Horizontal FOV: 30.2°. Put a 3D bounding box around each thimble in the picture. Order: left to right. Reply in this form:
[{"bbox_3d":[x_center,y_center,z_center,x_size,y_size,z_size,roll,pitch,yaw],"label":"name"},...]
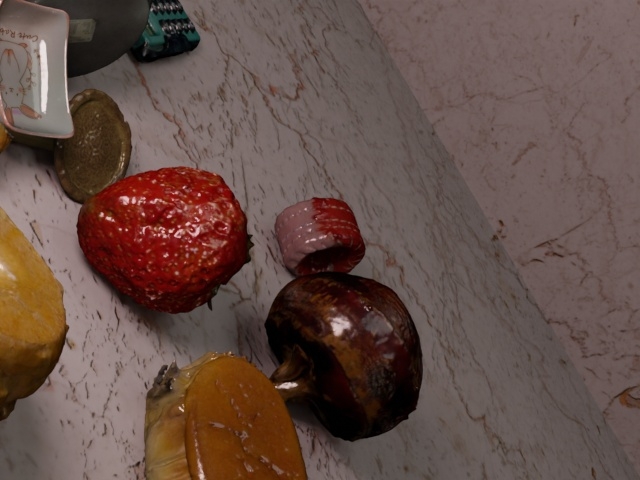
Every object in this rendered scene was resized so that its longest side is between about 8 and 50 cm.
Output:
[{"bbox_3d":[-0.001,-0.003,2.492,0.189,0.163,0.125,22,42,-52],"label":"thimble"}]

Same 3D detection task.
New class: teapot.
[{"bbox_3d":[-0.504,-0.488,2.043,0.376,0.305,0.362,-11,59,-32],"label":"teapot"}]

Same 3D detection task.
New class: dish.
[{"bbox_3d":[-0.469,-0.267,1.868,0.151,0.077,0.212,5,80,-57],"label":"dish"}]

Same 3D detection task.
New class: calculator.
[{"bbox_3d":[-0.366,-0.496,2.503,0.248,0.058,0.274,60,24,1],"label":"calculator"}]

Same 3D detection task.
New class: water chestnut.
[{"bbox_3d":[0.023,0.226,2.199,0.302,0.350,0.350,-34,93,-23],"label":"water chestnut"}]

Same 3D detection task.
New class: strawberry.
[{"bbox_3d":[-0.264,-0.012,1.945,0.277,0.257,0.257,19,45,-39],"label":"strawberry"}]

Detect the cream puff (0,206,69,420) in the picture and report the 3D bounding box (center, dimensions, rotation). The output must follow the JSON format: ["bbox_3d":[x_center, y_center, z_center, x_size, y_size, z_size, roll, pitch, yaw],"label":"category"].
[{"bbox_3d":[-0.481,0.086,1.454,0.327,0.231,0.343,26,30,-52],"label":"cream puff"}]

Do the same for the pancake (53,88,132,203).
[{"bbox_3d":[-0.388,-0.159,2.027,0.199,0.021,0.199,-13,105,-56],"label":"pancake"}]

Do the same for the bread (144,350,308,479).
[{"bbox_3d":[-0.141,0.351,1.830,0.236,0.183,0.389,25,41,-46],"label":"bread"}]

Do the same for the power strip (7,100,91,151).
[{"bbox_3d":[-0.471,-0.203,1.987,0.387,0.066,0.092,13,53,-57],"label":"power strip"}]

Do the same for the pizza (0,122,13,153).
[{"bbox_3d":[-0.553,-0.135,1.651,0.074,0.182,0.365,22,27,17],"label":"pizza"}]
